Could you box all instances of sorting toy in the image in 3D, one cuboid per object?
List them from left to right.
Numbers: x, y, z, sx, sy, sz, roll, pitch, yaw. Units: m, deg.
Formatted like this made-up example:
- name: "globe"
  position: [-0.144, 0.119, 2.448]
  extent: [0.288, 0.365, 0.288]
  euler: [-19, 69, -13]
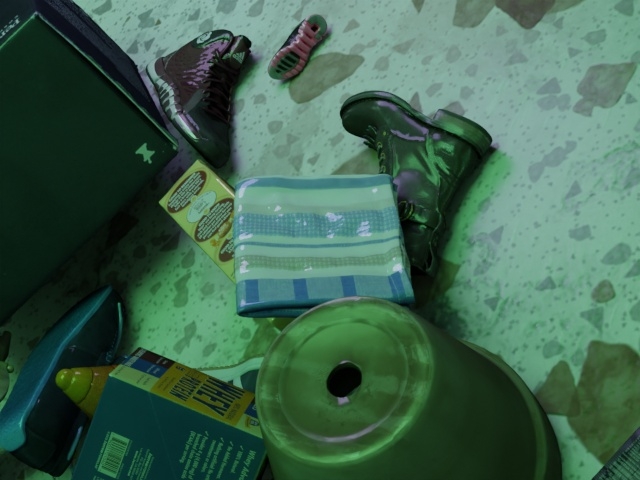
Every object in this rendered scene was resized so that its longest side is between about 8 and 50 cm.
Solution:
- name: "sorting toy"
  position: [-0.312, 0.308, 1.827]
  extent: [0.127, 0.126, 0.365]
  euler: [-19, 52, 51]

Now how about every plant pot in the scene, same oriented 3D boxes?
- name: "plant pot"
  position: [0.068, 0.203, 1.523]
  extent: [0.323, 0.280, 0.323]
  euler: [-12, 55, 17]

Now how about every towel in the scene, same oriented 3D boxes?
- name: "towel"
  position: [0.000, 0.000, 1.708]
  extent: [0.209, 0.034, 0.285]
  euler: [-1, 33, -2]

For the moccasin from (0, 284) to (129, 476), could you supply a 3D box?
- name: "moccasin"
  position: [-0.349, 0.199, 2.002]
  extent: [0.138, 0.117, 0.342]
  euler: [-30, 22, 35]

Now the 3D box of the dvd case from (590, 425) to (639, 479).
- name: "dvd case"
  position: [0.380, 0.245, 1.481]
  extent: [0.221, 0.018, 0.164]
  euler: [-48, 42, 1]

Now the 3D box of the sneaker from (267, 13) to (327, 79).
- name: "sneaker"
  position: [-0.039, -0.292, 2.175]
  extent: [0.119, 0.047, 0.057]
  euler: [-50, 24, -4]

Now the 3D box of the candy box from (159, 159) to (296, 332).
- name: "candy box"
  position: [-0.063, 0.037, 1.854]
  extent: [0.087, 0.183, 0.316]
  euler: [-47, 44, 1]

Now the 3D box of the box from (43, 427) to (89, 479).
- name: "box"
  position: [-0.291, 0.314, 1.946]
  extent: [0.186, 0.038, 0.145]
  euler: [-31, 46, 19]

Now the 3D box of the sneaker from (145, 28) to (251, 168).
- name: "sneaker"
  position: [-0.161, -0.239, 2.184]
  extent: [0.162, 0.106, 0.281]
  euler: [-38, 44, 6]

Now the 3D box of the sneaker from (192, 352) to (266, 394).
- name: "sneaker"
  position: [-0.105, 0.235, 1.810]
  extent: [0.282, 0.099, 0.153]
  euler: [-12, 52, 37]

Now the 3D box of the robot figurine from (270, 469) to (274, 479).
- name: "robot figurine"
  position: [-0.023, 0.298, 1.724]
  extent: [0.115, 0.067, 0.101]
  euler: [-45, 56, 4]

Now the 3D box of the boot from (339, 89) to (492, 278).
- name: "boot"
  position: [0.083, -0.070, 1.882]
  extent: [0.263, 0.091, 0.229]
  euler: [17, 72, 42]

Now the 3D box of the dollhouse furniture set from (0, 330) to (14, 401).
- name: "dollhouse furniture set"
  position: [-0.449, 0.353, 2.010]
  extent: [0.355, 0.174, 0.303]
  euler: [-78, 3, -63]

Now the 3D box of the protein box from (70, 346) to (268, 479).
- name: "protein box"
  position: [-0.172, 0.265, 1.704]
  extent: [0.201, 0.136, 0.200]
  euler: [22, 102, 4]

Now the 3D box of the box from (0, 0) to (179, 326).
- name: "box"
  position: [-0.501, -0.130, 2.146]
  extent: [0.480, 0.297, 0.472]
  euler: [-44, 26, 4]
